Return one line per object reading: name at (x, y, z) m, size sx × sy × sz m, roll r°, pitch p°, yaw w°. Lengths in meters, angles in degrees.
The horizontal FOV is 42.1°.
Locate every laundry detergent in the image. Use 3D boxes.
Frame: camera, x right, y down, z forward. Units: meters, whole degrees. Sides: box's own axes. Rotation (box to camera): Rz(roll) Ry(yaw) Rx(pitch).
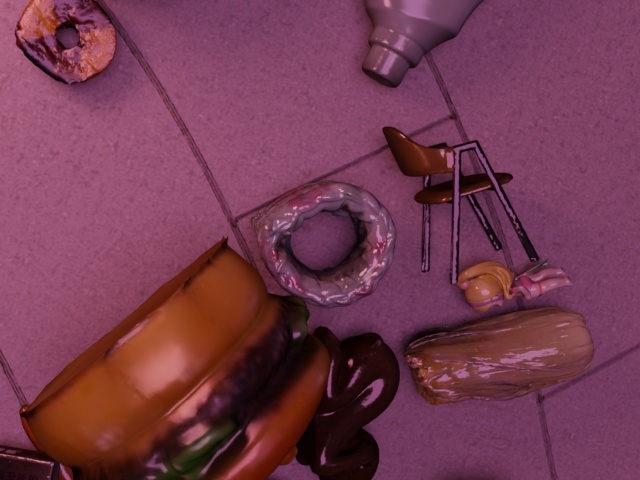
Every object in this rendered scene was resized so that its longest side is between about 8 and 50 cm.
laundry detergent at (0.167, -0.430, 1.266) m, size 0.264 × 0.125 × 0.397 m, roll 28°, pitch 91°, yaw -12°

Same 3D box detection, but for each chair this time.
chair at (0.206, -0.073, 1.279) m, size 0.173 × 0.159 × 0.246 m, roll -14°, pitch 98°, yaw -7°

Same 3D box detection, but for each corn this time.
corn at (0.283, 0.184, 1.330) m, size 0.305 × 0.122 × 0.123 m, roll -13°, pitch 95°, yaw -8°

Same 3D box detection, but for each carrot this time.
carrot at (-0.385, 0.354, 1.261) m, size 0.043 × 0.043 × 0.247 m, roll -32°, pitch 97°, yaw -7°

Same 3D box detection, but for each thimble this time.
thimble at (0.000, 0.000, 1.252) m, size 0.211 × 0.149 × 0.185 m, roll 10°, pitch 95°, yaw -11°

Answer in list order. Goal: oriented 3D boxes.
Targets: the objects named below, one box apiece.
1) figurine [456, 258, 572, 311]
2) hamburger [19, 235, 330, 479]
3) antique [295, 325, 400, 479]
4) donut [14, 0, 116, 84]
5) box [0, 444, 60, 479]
figurine at (0.310, 0.066, 1.345) m, size 0.188 × 0.083 × 0.083 m, roll -8°, pitch 96°, yaw -1°
hamburger at (-0.166, 0.207, 1.114) m, size 0.396 × 0.396 × 0.277 m, roll -41°, pitch 99°, yaw -5°
antique at (0.044, 0.268, 1.298) m, size 0.144 × 0.121 × 0.256 m, roll 9°, pitch 85°, yaw -20°
donut at (-0.366, -0.293, 1.205) m, size 0.141 × 0.059 × 0.140 m, roll -1°, pitch 94°, yaw -10°
box at (-0.497, 0.463, 1.226) m, size 0.181 × 0.047 × 0.324 m, roll 9°, pitch 94°, yaw -2°
